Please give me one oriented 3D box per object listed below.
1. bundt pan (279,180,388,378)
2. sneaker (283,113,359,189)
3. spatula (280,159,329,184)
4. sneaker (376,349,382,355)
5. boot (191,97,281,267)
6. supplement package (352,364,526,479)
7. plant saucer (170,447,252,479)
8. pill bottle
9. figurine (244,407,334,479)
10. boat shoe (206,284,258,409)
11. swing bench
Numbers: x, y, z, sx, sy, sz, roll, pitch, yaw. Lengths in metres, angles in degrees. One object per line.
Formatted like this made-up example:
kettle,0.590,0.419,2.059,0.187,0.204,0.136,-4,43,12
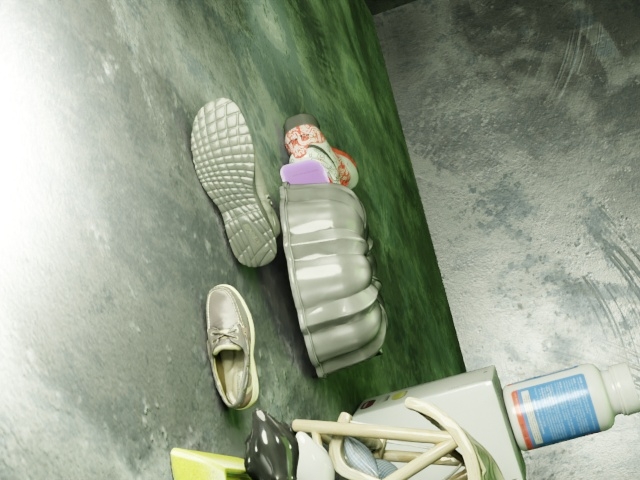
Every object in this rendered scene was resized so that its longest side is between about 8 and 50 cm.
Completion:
bundt pan,0.030,0.052,1.574,0.331,0.124,0.331,-12,90,-84
sneaker,0.008,-0.120,1.885,0.270,0.090,0.145,47,30,-56
spatula,0.000,0.000,1.765,0.030,0.084,0.296,-149,-135,-72
sneaker,0.064,0.171,1.781,0.178,0.072,0.077,48,30,-64
boot,-0.116,-0.091,1.379,0.161,0.083,0.246,-90,166,-72
supplement package,0.215,0.364,1.747,0.145,0.262,0.204,-22,95,-78
plant saucer,-0.086,0.313,1.025,0.188,0.045,0.188,42,33,-67
pill bottle,0.446,0.289,1.721,0.124,0.221,0.124,-17,90,-78
figurine,-0.014,0.301,1.063,0.215,0.092,0.209,50,22,-62
boat shoe,-0.106,0.126,1.153,0.049,0.056,0.152,32,43,-79
swing bench,0.127,0.335,1.426,0.253,0.254,0.165,48,28,-62
